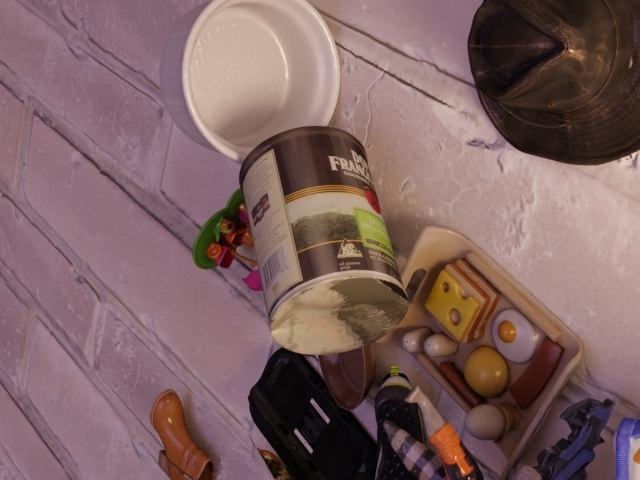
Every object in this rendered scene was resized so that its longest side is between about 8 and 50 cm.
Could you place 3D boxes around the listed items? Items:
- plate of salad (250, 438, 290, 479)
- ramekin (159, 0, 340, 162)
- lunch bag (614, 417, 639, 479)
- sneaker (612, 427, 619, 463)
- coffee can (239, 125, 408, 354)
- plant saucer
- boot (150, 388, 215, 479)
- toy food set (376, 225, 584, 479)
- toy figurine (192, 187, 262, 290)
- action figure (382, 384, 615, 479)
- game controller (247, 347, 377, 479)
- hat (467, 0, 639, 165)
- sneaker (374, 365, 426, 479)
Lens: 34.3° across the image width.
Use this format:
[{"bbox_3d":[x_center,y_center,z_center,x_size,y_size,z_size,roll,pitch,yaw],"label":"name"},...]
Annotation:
[{"bbox_3d":[-0.063,0.422,1.776,0.200,0.048,0.200,59,171,16],"label":"plate of salad"},{"bbox_3d":[-0.119,-0.260,1.638,0.135,0.277,0.277,11,103,56],"label":"ramekin"},{"bbox_3d":[0.464,0.352,0.987,0.327,0.239,0.386,-6,98,29],"label":"lunch bag"},{"bbox_3d":[0.400,0.361,1.215,0.123,0.105,0.290,-41,65,42],"label":"sneaker"},{"bbox_3d":[0.000,0.000,1.523,0.201,0.201,0.275,-50,42,41],"label":"coffee can"},{"bbox_3d":[0.043,0.169,1.642,0.198,0.036,0.199,173,90,-69],"label":"plant saucer"},{"bbox_3d":[-0.265,0.403,2.050,0.152,0.073,0.197,24,125,48],"label":"boot"},{"bbox_3d":[0.204,0.152,1.434,0.306,0.092,0.220,46,128,36],"label":"toy food set"},{"bbox_3d":[-0.113,0.015,1.810,0.159,0.130,0.173,34,96,27],"label":"toy figurine"},{"bbox_3d":[0.231,0.313,1.327,0.330,0.178,0.341,34,93,5],"label":"action figure"},{"bbox_3d":[-0.012,0.327,1.754,0.319,0.067,0.166,47,113,35],"label":"game controller"},{"bbox_3d":[0.276,-0.243,1.269,0.331,0.133,0.332,7,99,50],"label":"hat"},{"bbox_3d":[0.126,0.300,1.576,0.097,0.084,0.235,-79,-12,-65],"label":"sneaker"}]
